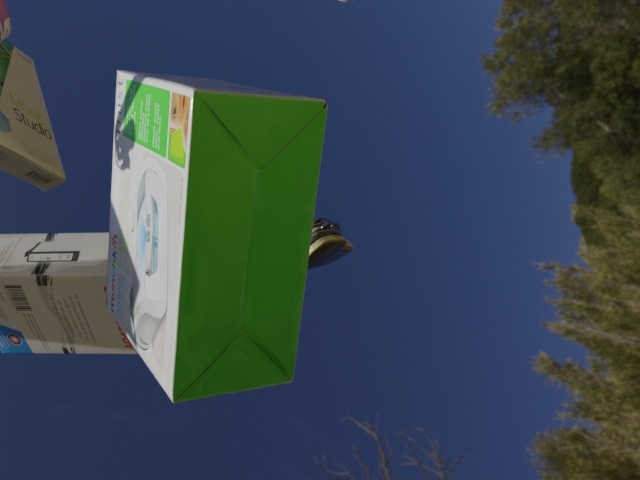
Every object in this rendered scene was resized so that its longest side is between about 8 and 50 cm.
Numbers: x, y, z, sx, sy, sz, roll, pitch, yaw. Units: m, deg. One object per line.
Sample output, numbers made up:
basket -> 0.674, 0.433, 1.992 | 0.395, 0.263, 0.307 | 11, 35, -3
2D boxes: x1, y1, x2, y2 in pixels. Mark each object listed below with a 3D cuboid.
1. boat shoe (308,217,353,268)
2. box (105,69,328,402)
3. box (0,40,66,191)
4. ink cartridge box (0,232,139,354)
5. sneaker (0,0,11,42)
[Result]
boat shoe -> 0.001, -0.001, 1.091 | 0.073, 0.080, 0.223 | 56, -171, 9
box -> -0.114, -0.021, 0.623 | 0.126, 0.231, 0.262 | -2, -72, -33
box -> -0.613, -0.272, 1.222 | 0.322, 0.058, 0.232 | 65, -171, 21
ink cartridge box -> -0.325, 0.070, 0.829 | 0.203, 0.148, 0.086 | 0, -140, 3
sneaker -> -0.637, -0.453, 1.080 | 0.282, 0.102, 0.161 | 61, -168, -17
